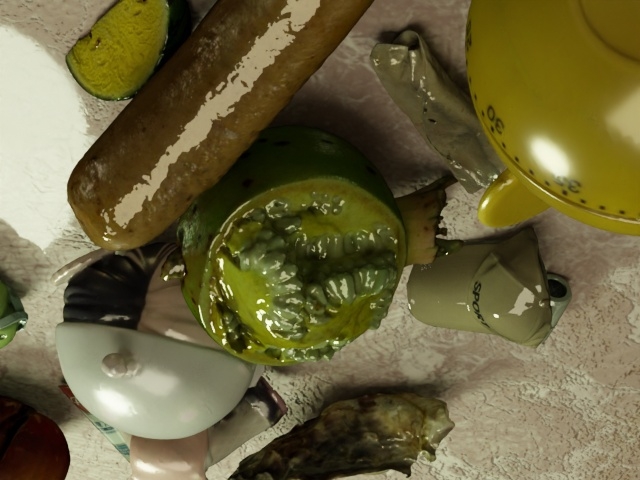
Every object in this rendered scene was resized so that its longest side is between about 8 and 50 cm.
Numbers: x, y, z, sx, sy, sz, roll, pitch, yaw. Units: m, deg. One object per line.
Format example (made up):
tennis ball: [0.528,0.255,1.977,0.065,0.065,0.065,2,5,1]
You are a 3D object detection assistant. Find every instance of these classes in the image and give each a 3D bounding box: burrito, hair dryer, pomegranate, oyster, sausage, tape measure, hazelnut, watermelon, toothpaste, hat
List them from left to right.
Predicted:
tape measure: [-0.452,0.087,2.184,0.177,0.087,0.154,-20,131,25]
hazelnut: [-0.432,0.284,2.332,0.204,0.178,0.178,26,138,7]
toothpaste: [-0.263,0.259,2.382,0.062,0.039,0.239,-11,133,30]
watermelon: [-0.191,-0.193,1.839,0.092,0.075,0.181,36,133,-23]
sausage: [-0.078,-0.175,1.759,0.501,0.136,0.123,-45,76,23]
pomegranate: [0.000,0.000,1.920,0.341,0.260,0.260,-10,144,-24]
oyster: [0.006,0.267,2.256,0.275,0.271,0.100,-3,113,56]
burrito: [0.132,-0.131,1.865,0.087,0.060,0.226,-17,134,33]
hat: [0.180,0.070,2.025,0.175,0.085,0.147,-4,107,18]
hair dryer: [0.217,0.065,2.087,0.137,0.047,0.082,20,137,-2]

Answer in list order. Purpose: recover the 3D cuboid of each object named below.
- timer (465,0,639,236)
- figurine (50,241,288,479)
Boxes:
timer: [0.298,-0.160,1.629,0.376,0.376,0.387,2,162,7]
figurine: [-0.175,0.158,2.124,0.253,0.211,0.361,-4,143,2]
